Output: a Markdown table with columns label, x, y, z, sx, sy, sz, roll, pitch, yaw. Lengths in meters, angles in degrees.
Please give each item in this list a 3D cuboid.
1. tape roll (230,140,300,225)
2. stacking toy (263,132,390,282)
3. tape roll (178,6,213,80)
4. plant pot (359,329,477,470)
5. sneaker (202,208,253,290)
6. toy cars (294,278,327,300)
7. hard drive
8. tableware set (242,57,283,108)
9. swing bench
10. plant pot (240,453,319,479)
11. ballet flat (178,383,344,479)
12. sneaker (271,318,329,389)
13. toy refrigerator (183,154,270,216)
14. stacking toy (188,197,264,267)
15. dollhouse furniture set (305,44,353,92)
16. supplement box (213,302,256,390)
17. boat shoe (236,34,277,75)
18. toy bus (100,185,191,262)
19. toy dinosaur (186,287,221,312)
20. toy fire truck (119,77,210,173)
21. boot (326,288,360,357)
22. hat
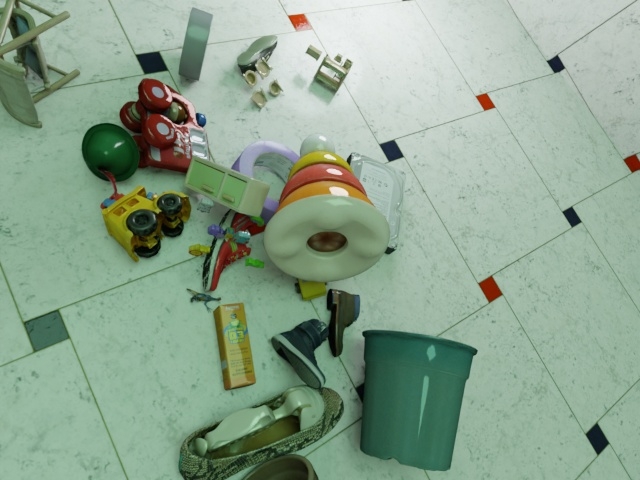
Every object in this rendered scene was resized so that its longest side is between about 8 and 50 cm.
| label | x | y | z | sx | sy | sz | roll | pitch | yaw |
| --- | --- | --- | --- | --- | --- | --- | --- | --- | --- |
| tape roll | -0.157 | -0.187 | 1.503 | 0.274 | 0.090 | 0.275 | 17 | 58 | -29 |
| stacking toy | 0.008 | -0.146 | 1.393 | 0.350 | 0.351 | 0.480 | 12 | 47 | -18 |
| tape roll | -0.419 | -0.657 | 1.543 | 0.072 | 0.219 | 0.219 | 13 | 65 | -19 |
| plant pot | 0.261 | 0.458 | 1.329 | 0.341 | 0.341 | 0.334 | 17 | 72 | -16 |
| sneaker | -0.272 | 0.031 | 1.392 | 0.118 | 0.107 | 0.279 | 25 | 62 | -17 |
| toy cars | 0.000 | 0.000 | 1.490 | 0.176 | 0.087 | 0.394 | 24 | 72 | 1 |
| hard drive | 0.185 | -0.141 | 1.677 | 0.236 | 0.064 | 0.339 | 20 | 64 | -14 |
| tableware set | -0.213 | -0.576 | 1.679 | 0.169 | 0.020 | 0.141 | -52 | 123 | -32 |
| swing bench | -0.828 | -0.504 | 1.289 | 0.165 | 0.253 | 0.255 | 23 | 61 | -12 |
| plant pot | -0.083 | 0.709 | 1.129 | 0.263 | 0.263 | 0.229 | -35 | 102 | -30 |
| ballet flat | -0.132 | 0.482 | 1.207 | 0.482 | 0.182 | 0.164 | -15 | 45 | -26 |
| sneaker | -0.017 | 0.319 | 1.341 | 0.163 | 0.086 | 0.226 | -21 | 40 | -32 |
| toy refrigerator | -0.284 | -0.164 | 1.354 | 0.094 | 0.269 | 0.102 | 13 | 101 | -56 |
| stacking toy | -0.265 | -0.015 | 1.334 | 0.221 | 0.052 | 0.167 | 17 | 56 | -29 |
| dollhouse furniture set | 0.022 | -0.701 | 1.842 | 0.181 | 0.101 | 0.161 | 30 | 36 | -8 |
| supplement box | -0.246 | 0.299 | 1.306 | 0.078 | 0.080 | 0.234 | -4 | 69 | -27 |
| boat shoe | -0.232 | -0.699 | 1.729 | 0.081 | 0.069 | 0.228 | 19 | 54 | 25 |
| toy bus | -0.517 | -0.082 | 1.324 | 0.211 | 0.149 | 0.220 | 36 | 56 | 13 |
| toy dinosaur | -0.336 | 0.164 | 1.347 | 0.082 | 0.047 | 0.090 | -7 | 60 | -44 |
| toy fire truck | -0.472 | -0.350 | 1.448 | 0.253 | 0.169 | 0.302 | 8 | 65 | -46 |
| boot | 0.081 | 0.260 | 1.457 | 0.106 | 0.082 | 0.219 | 6 | 65 | -18 |
| hat | -0.618 | -0.229 | 1.263 | 0.208 | 0.183 | 0.173 | 4 | 108 | 8 |
